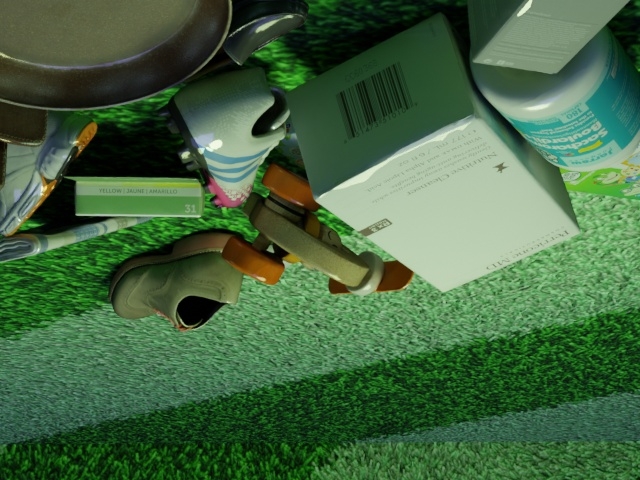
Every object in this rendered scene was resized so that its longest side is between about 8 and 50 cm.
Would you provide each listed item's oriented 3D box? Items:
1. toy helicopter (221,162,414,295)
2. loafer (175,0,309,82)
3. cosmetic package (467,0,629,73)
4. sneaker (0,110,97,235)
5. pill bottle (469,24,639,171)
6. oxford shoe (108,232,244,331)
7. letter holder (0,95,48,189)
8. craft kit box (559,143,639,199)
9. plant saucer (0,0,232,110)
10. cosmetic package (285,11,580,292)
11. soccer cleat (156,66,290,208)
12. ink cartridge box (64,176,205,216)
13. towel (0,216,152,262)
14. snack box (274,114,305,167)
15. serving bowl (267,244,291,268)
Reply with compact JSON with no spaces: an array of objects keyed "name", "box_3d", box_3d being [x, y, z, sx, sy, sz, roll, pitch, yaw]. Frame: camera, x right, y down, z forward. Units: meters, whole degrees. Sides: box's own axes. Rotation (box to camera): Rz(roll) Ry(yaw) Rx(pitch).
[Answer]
[{"name":"toy helicopter","box_3d":[0.000,0.000,1.679,0.235,0.140,0.355,28,-175,-6]},{"name":"loafer","box_3d":[-0.085,-0.215,1.307,0.170,0.061,0.062,-16,154,31]},{"name":"cosmetic package","box_3d":[0.224,-0.264,1.114,0.107,0.127,0.238,6,160,-19]},{"name":"sneaker","box_3d":[-0.379,-0.108,1.526,0.121,0.099,0.262,39,136,-8]},{"name":"pill bottle","box_3d":[0.279,-0.166,1.350,0.146,0.146,0.264,-13,157,27]},{"name":"oxford shoe","box_3d":[-0.252,0.092,2.023,0.123,0.130,0.348,13,155,-35]},{"name":"letter holder","box_3d":[-0.451,-0.135,1.273,0.152,0.214,0.302,-16,155,34]},{"name":"craft kit box","box_3d":[0.449,-0.126,1.611,0.246,0.061,0.250,9,157,-19]},{"name":"plant saucer","box_3d":[-0.245,-0.234,1.207,0.310,0.050,0.310,-9,153,-4]},{"name":"cosmetic package","box_3d":[0.148,-0.090,1.475,0.217,0.156,0.385,-26,150,21]},{"name":"soccer cleat","box_3d":[-0.094,-0.121,1.469,0.143,0.116,0.331,-25,172,0]},{"name":"ink cartridge box","box_3d":[-0.242,-0.058,1.616,0.171,0.056,0.235,0,-176,-4]},{"name":"towel","box_3d":[-0.390,-0.005,1.722,0.209,0.034,0.285,-10,-174,29]},{"name":"snack box","box_3d":[0.013,-0.139,1.555,0.141,0.037,0.100,-12,156,24]},{"name":"serving bowl","box_3d":[-0.082,0.034,2.028,0.083,0.027,0.083,-1,159,0]}]
